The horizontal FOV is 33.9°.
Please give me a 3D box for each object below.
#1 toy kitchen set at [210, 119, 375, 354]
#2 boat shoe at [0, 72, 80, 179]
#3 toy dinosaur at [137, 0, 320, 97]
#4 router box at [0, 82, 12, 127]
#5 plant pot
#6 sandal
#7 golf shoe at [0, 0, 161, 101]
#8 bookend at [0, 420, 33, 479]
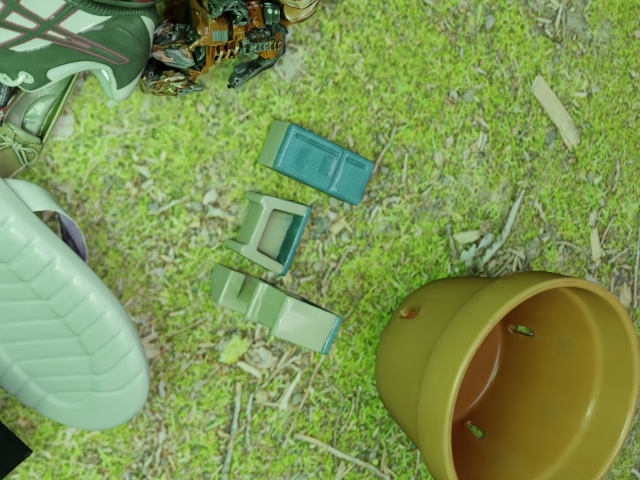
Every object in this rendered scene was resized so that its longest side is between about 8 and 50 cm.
[{"bbox_3d":[0.000,0.000,1.091,0.122,0.166,0.207,22,90,-34],"label":"toy kitchen set"},{"bbox_3d":[-0.267,-0.114,0.964,0.056,0.048,0.153,37,81,-33],"label":"boat shoe"},{"bbox_3d":[-0.065,-0.276,1.024,0.322,0.164,0.218,-54,140,-31],"label":"toy dinosaur"},{"bbox_3d":[-0.291,-0.163,0.911,0.038,0.092,0.122,14,95,-34],"label":"router box"},{"bbox_3d":[0.199,0.163,1.236,0.291,0.203,0.290,-8,106,-31],"label":"plant pot"},{"bbox_3d":[-0.280,0.007,0.949,0.416,0.169,0.102,58,30,-28],"label":"sandal"},{"bbox_3d":[-0.252,-0.174,0.818,0.273,0.105,0.120,1,108,-31],"label":"golf shoe"},{"bbox_3d":[-0.351,0.146,0.949,0.072,0.156,0.157,-42,164,-17],"label":"bookend"}]
